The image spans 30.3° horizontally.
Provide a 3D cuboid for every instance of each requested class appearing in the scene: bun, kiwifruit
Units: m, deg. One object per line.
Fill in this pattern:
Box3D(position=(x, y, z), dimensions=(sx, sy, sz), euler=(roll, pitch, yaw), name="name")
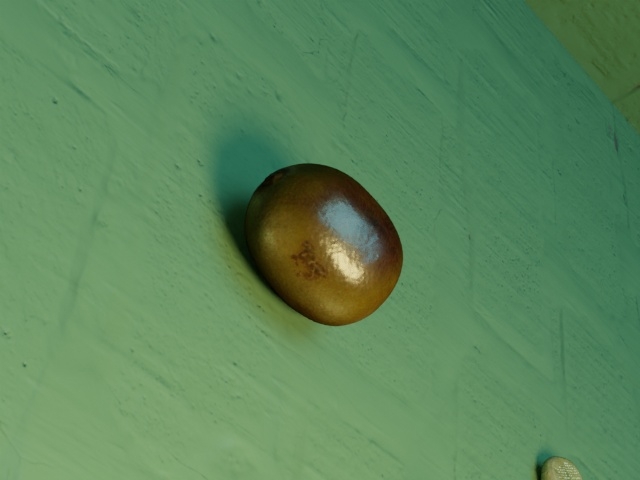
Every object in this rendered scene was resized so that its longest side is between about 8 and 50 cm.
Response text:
Box3D(position=(0.403, 0.411, 1.996), dimensions=(0.086, 0.055, 0.086), euler=(27, 39, -24), name="bun")
Box3D(position=(0.000, 0.000, 1.610), dimensions=(0.234, 0.196, 0.196), euler=(49, 34, -23), name="kiwifruit")
